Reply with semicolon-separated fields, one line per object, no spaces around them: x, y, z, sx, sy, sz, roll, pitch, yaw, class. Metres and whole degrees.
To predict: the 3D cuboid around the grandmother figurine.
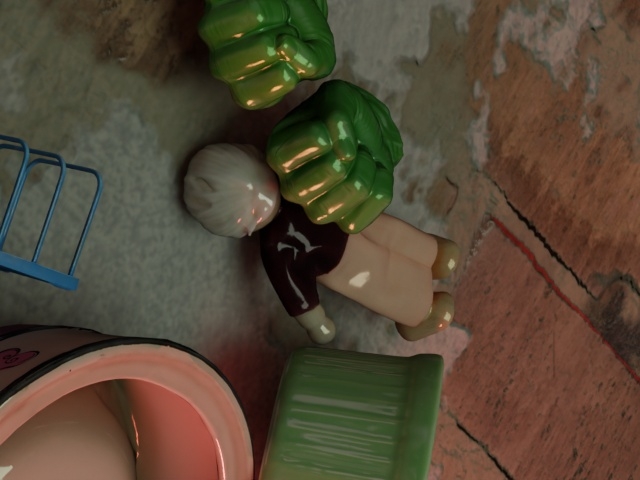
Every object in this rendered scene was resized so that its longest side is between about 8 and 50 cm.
0.000;0.000;1.714;0.342;0.104;0.208;29;51;-41;grandmother figurine

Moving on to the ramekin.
0.019;0.245;1.671;0.303;0.148;0.303;11;90;-87;ramekin

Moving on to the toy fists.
-0.015;-0.136;1.590;0.279;0.096;0.142;61;36;-19;toy fists

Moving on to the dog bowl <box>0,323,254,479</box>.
-0.248;0.251;1.474;0.408;0.150;0.408;-25;126;-41;dog bowl

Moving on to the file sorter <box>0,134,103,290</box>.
-0.281;-0.038;1.414;0.170;0.118;0.105;23;82;-45;file sorter
